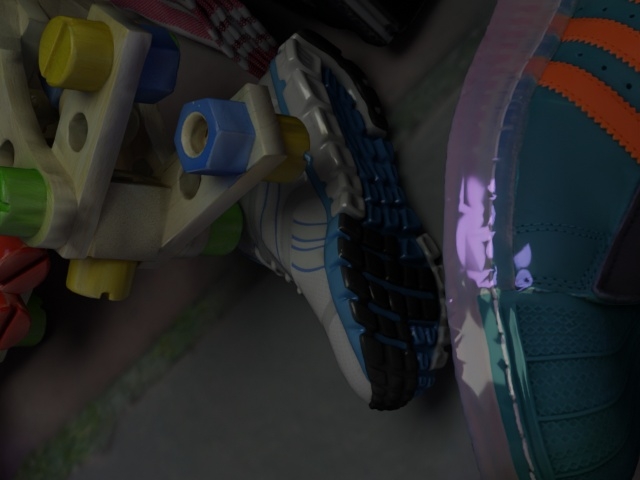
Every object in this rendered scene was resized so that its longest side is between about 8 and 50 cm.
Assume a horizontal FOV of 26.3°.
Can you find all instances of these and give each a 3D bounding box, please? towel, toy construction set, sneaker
[{"bbox_3d":[-0.105,-0.142,0.657,0.144,0.197,0.029,33,84,38],"label":"towel"},{"bbox_3d":[-0.155,0.016,0.652,0.328,0.151,0.215,-52,50,15],"label":"toy construction set"},{"bbox_3d":[0.000,0.000,0.623,0.083,0.071,0.191,-38,50,30],"label":"sneaker"},{"bbox_3d":[0.122,-0.037,0.473,0.121,0.108,0.302,-2,47,23],"label":"sneaker"}]

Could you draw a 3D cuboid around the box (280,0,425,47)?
[{"bbox_3d":[-0.169,-0.378,0.613,0.472,0.480,0.297,30,89,38],"label":"box"}]
